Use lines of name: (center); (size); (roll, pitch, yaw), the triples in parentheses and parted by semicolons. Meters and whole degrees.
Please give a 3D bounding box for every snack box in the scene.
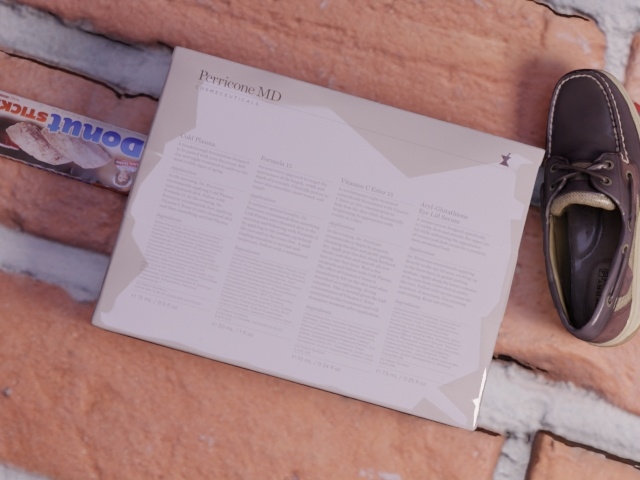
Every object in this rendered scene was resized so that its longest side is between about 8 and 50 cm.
snack box: (-0.263, -0.099, 1.169); (0.178, 0.022, 0.064); (17, 79, 0)

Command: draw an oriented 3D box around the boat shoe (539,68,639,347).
boat shoe: (0.268, -0.037, 1.141); (0.103, 0.092, 0.285); (-3, 83, 29)

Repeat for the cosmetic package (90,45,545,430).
cosmetic package: (0.000, 0.000, 1.131); (0.377, 0.097, 0.284); (16, 82, -1)

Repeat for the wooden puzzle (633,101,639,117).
wooden puzzle: (0.336, -0.112, 1.212); (0.049, 0.006, 0.083); (37, 81, 3)
